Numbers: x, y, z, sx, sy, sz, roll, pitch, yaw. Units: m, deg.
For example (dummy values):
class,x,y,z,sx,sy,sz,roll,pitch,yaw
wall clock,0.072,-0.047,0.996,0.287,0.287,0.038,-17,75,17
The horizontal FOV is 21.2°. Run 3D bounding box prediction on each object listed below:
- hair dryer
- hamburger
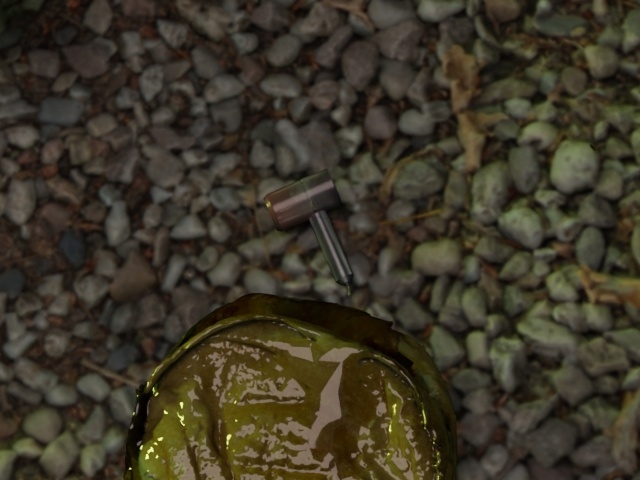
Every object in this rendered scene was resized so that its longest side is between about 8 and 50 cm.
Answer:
class,x,y,z,sx,sy,sz,roll,pitch,yaw
hair dryer,0.000,0.000,1.488,0.063,0.037,0.114,-24,77,-1
hamburger,-0.025,0.184,1.374,0.265,0.134,0.285,11,77,2
